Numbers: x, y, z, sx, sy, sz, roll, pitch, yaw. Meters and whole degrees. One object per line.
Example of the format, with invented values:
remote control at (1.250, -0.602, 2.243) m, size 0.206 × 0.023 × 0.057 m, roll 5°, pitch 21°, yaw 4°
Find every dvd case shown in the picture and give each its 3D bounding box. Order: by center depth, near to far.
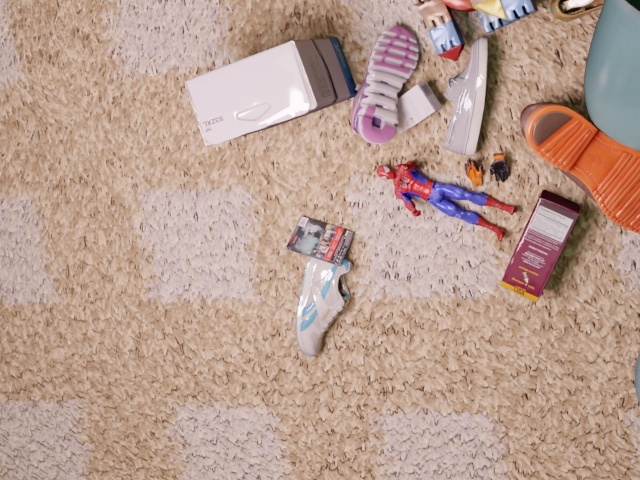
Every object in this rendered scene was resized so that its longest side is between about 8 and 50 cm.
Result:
dvd case at (0.000, 0.000, 1.952) m, size 0.120 × 0.087 × 0.013 m, roll 18°, pitch 148°, yaw 11°

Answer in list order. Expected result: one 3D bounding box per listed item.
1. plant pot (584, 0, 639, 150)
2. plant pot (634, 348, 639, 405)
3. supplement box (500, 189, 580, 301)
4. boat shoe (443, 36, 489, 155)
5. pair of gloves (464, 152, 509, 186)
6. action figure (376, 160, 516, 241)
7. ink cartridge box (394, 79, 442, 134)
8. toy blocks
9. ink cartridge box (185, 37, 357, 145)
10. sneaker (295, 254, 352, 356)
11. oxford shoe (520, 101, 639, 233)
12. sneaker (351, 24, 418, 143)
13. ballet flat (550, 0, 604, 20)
plant pot at (0.586, -0.288, 1.611) m, size 0.293 × 0.293 × 0.235 m, roll 24°, pitch 128°, yaw 10°
plant pot at (0.688, 0.269, 1.692) m, size 0.293 × 0.196 × 0.293 m, roll 17°, pitch 119°, yaw 33°
supplement box at (0.420, 0.009, 1.812) m, size 0.081 × 0.104 × 0.188 m, roll 25°, pitch 107°, yaw 10°
boat shoe at (0.274, -0.274, 1.805) m, size 0.081 × 0.079 × 0.227 m, roll 9°, pitch 108°, yaw 10°
pair of gloves at (0.323, -0.138, 1.840) m, size 0.083 × 0.010 × 0.074 m, roll -9°, pitch 134°, yaw 16°
action figure at (0.229, -0.082, 1.836) m, size 0.280 × 0.139 × 0.091 m, roll 24°, pitch 107°, yaw 13°
ink cartridge box at (0.179, -0.259, 1.856) m, size 0.062 × 0.029 × 0.115 m, roll 57°, pitch 142°, yaw -1°
toy blocks at (0.298, -0.490, 1.686) m, size 0.381 × 0.191 × 0.260 m, roll -22°, pitch 94°, yaw 20°
ink cartridge box at (-0.084, -0.285, 1.787) m, size 0.223 × 0.307 × 0.129 m, roll -17°, pitch 97°, yaw 19°
sneaker at (0.007, 0.139, 1.973) m, size 0.092 × 0.087 × 0.228 m, roll 13°, pitch 107°, yaw 14°
oxford shoe at (0.519, -0.141, 1.750) m, size 0.364 × 0.132 × 0.130 m, roll 38°, pitch 104°, yaw -14°
sneaker at (0.113, -0.301, 1.842) m, size 0.095 × 0.104 × 0.236 m, roll 17°, pitch 87°, yaw -19°
ballet flat at (0.524, -0.454, 1.694) m, size 0.232 × 0.073 × 0.080 m, roll -25°, pitch 95°, yaw 20°
